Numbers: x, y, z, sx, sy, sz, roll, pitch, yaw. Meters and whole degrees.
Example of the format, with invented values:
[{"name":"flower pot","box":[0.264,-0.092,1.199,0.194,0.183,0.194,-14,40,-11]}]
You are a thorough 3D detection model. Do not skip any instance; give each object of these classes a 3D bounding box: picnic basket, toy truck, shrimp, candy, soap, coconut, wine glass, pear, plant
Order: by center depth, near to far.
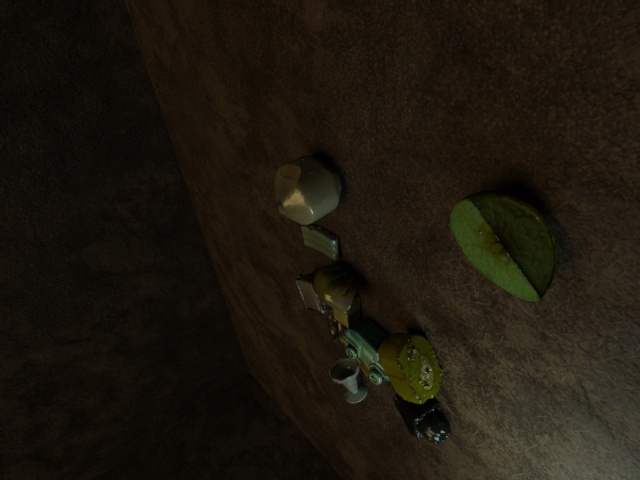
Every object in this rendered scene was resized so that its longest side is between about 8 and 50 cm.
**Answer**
[{"name":"pear","box":[0.447,0.000,1.037,0.288,0.139,0.239,55,166,1]},{"name":"coconut","box":[-0.065,-0.186,1.552,0.245,0.247,0.245,40,147,34]},{"name":"plant","box":[0.422,0.736,1.728,0.256,0.141,0.164,35,142,44]},{"name":"toy truck","box":[0.231,0.477,1.788,0.279,0.155,0.156,41,138,31]},{"name":"picnic basket","box":[0.118,0.305,1.873,0.115,0.079,0.164,30,134,45]},{"name":"soap","box":[0.195,0.521,1.962,0.233,0.076,0.135,51,150,19]},{"name":"candy","box":[-0.011,0.243,1.972,0.184,0.137,0.195,2,116,57]},{"name":"shrimp","box":[0.066,0.402,2.041,0.132,0.051,0.188,136,123,-68]},{"name":"wine glass","box":[0.149,0.734,2.149,0.165,0.165,0.197,12,129,54]}]

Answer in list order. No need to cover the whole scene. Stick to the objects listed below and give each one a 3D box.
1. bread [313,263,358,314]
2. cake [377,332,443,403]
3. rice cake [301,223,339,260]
[{"name":"bread","box":[0.058,0.188,1.739,0.260,0.156,0.158,40,115,40]},{"name":"cake","box":[0.351,0.479,1.569,0.156,0.179,0.261,-11,109,61]},{"name":"rice cake","box":[0.000,0.000,1.830,0.237,0.043,0.127,28,138,44]}]
